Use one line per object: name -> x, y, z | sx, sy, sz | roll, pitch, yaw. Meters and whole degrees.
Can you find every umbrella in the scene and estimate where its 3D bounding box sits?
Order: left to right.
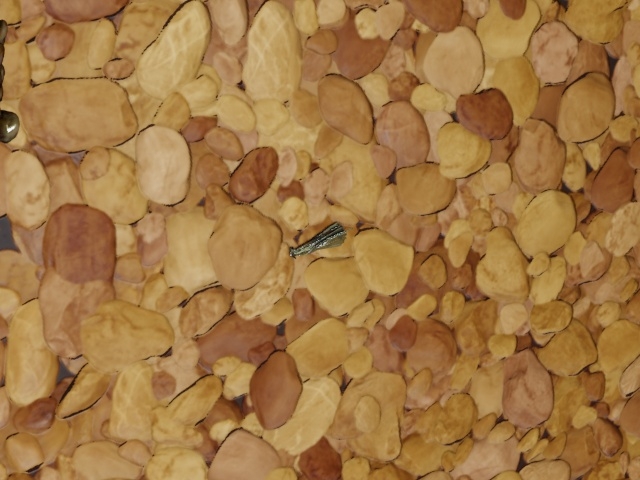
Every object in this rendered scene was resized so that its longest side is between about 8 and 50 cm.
umbrella -> 0.001, 0.002, 1.341 | 0.083, 0.020, 0.031 | -27, 153, -22

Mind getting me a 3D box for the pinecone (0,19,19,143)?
pinecone -> -0.382, -0.145, 0.971 | 0.272, 0.224, 0.224 | 29, 86, -27
